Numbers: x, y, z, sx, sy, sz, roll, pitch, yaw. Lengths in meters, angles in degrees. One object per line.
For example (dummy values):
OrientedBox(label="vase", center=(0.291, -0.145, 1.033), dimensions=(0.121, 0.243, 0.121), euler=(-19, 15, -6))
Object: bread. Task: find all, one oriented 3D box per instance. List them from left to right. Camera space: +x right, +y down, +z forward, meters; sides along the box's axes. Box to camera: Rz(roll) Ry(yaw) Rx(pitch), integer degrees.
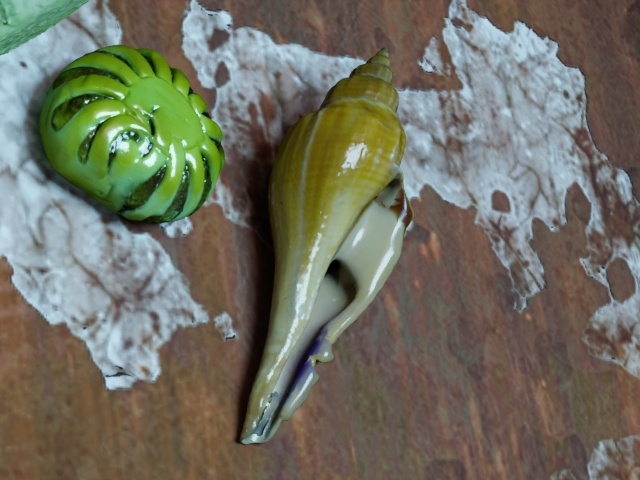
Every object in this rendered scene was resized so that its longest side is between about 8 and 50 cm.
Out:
OrientedBox(label="bread", center=(-0.129, -0.076, 1.294), dimensions=(0.139, 0.071, 0.130), euler=(49, 44, -10))

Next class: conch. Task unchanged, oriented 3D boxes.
OrientedBox(label="conch", center=(-0.004, -0.001, 1.358), dimensions=(0.109, 0.093, 0.330), euler=(36, 70, -43))

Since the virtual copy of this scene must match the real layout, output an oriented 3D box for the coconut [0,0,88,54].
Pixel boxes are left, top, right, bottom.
OrientedBox(label="coconut", center=(-0.259, -0.274, 1.146), dimensions=(0.328, 0.281, 0.328), euler=(0, 93, -8))
